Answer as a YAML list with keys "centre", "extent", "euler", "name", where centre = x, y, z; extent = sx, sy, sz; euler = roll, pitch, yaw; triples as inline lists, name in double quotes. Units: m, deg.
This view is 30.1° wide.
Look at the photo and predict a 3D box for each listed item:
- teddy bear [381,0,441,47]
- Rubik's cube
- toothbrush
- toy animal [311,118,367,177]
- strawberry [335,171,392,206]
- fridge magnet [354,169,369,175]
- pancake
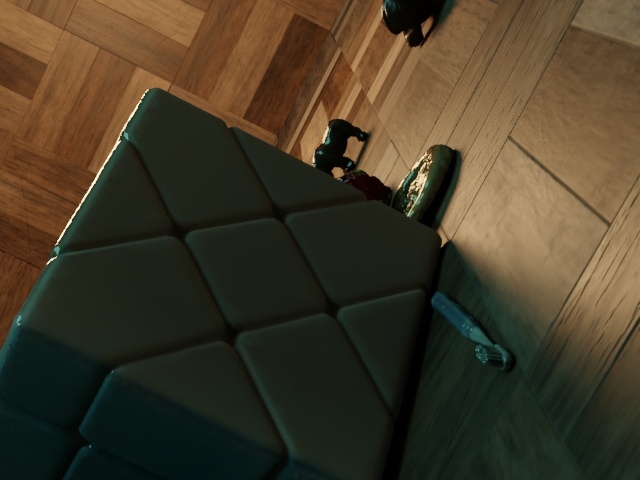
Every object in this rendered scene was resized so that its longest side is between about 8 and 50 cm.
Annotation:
- centre: [0.139, -0.352, 1.763]
  extent: [0.160, 0.077, 0.119]
  euler: [-58, -40, -58]
  name: "teddy bear"
- centre: [-0.114, 0.115, 1.095]
  extent: [0.316, 0.321, 0.319]
  euler: [-54, 12, 44]
  name: "Rubik's cube"
- centre: [0.110, 0.066, 0.904]
  extent: [0.219, 0.019, 0.016]
  euler: [-119, 41, -80]
  name: "toothbrush"
- centre: [0.021, -0.127, 1.841]
  extent: [0.136, 0.065, 0.047]
  euler: [-68, 9, -17]
  name: "toy animal"
- centre: [0.024, -0.011, 1.337]
  extent: [0.145, 0.086, 0.145]
  euler: [20, -90, -90]
  name: "strawberry"
- centre: [0.000, 0.000, 1.511]
  extent: [0.208, 0.088, 0.208]
  euler: [-61, 6, 12]
  name: "fridge magnet"
- centre: [0.096, -0.035, 1.259]
  extent: [0.152, 0.025, 0.151]
  euler: [-60, 9, 16]
  name: "pancake"
